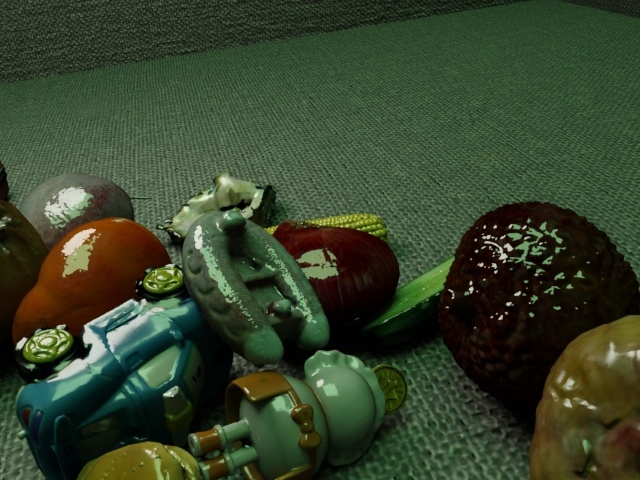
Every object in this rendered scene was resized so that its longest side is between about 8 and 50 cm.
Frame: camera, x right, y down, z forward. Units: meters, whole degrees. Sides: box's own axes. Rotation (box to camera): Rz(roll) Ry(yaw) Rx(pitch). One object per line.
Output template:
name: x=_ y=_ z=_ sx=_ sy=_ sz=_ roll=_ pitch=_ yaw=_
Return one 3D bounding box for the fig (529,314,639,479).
fig: x=0.385 y=0.206 z=0.597 sx=0.368 sy=0.286 sz=0.286 roll=7 pitch=19 yaw=-34

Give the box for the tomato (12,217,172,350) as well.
tomato: x=-0.316 y=0.092 z=0.930 sx=0.180 sy=0.260 sz=0.260 roll=28 pitch=31 yaw=-5

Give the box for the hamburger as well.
hamburger: x=-0.186 y=0.278 z=0.655 sx=0.147 sy=0.083 sz=0.138 roll=-21 pitch=61 yaw=22

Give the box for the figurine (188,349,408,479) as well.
figurine: x=-0.014 y=0.205 z=0.748 sx=0.271 sy=0.143 sz=0.143 roll=-15 pitch=30 yaw=-12

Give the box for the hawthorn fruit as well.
hawthorn fruit: x=-0.578 y=0.071 z=0.981 sx=0.267 sy=0.301 sz=0.268 roll=36 pitch=12 yaw=-9

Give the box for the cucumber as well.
cucumber: x=0.159 y=0.096 z=0.974 sx=0.244 sy=0.063 sz=0.115 roll=-26 pitch=10 yaw=-22

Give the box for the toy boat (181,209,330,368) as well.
toy boat: x=-0.081 y=0.045 z=0.805 sx=0.155 sy=0.085 sz=0.227 roll=-11 pitch=53 yaw=-44

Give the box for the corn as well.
corn: x=0.000 y=0.000 z=1.168 sx=0.248 sy=0.081 sz=0.081 roll=-9 pitch=29 yaw=-5

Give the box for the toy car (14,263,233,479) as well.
toy car: x=-0.212 y=0.171 z=0.798 sx=0.166 sy=0.198 sz=0.314 roll=28 pitch=43 yaw=33

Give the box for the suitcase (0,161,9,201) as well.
suitcase: x=-0.886 y=-0.111 z=1.465 sx=0.297 sy=0.161 sz=0.236 roll=-9 pitch=30 yaw=-6

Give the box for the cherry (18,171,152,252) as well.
cherry: x=-0.457 y=-0.028 z=1.203 sx=0.213 sy=0.184 sz=0.266 roll=-4 pitch=31 yaw=27

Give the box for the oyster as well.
oyster: x=-0.196 y=-0.061 z=1.319 sx=0.198 sy=0.092 sz=0.259 roll=14 pitch=44 yaw=32

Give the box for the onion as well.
onion: x=-0.006 y=0.056 z=0.977 sx=0.248 sy=0.161 sz=0.248 roll=-13 pitch=29 yaw=8

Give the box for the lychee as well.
lychee: x=0.265 y=0.080 z=0.788 sx=0.260 sy=0.261 sz=0.260 roll=-5 pitch=29 yaw=3
